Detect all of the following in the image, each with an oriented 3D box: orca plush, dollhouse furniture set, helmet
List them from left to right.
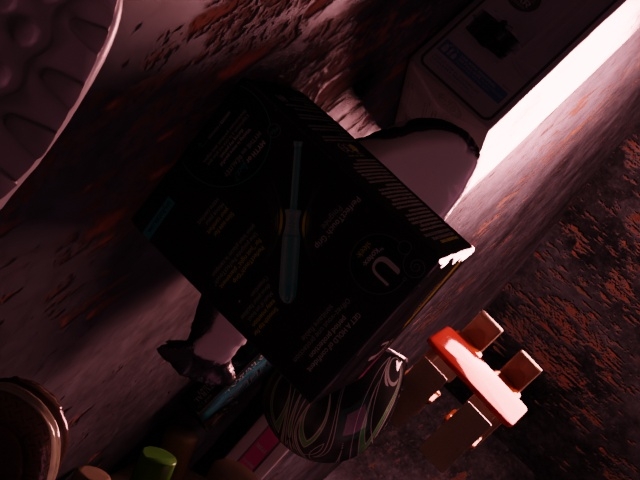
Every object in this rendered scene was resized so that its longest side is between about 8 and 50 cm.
[{"bbox_3d":[0.000,0.000,0.950,0.287,0.151,0.102,-54,-162,19],"label":"orca plush"},{"bbox_3d":[0.009,0.177,1.411,0.161,0.169,0.169,-60,169,-4],"label":"helmet"},{"bbox_3d":[0.163,0.135,1.558,0.135,0.259,0.262,-48,169,23],"label":"dollhouse furniture set"}]

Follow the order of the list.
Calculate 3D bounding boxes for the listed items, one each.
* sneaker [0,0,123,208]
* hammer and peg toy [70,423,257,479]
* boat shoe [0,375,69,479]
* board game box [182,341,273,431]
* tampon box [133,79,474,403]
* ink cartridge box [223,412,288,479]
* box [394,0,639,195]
[{"bbox_3d":[-0.152,-0.023,0.426,0.235,0.090,0.095,-45,-179,13],"label":"sneaker"},{"bbox_3d":[-0.091,0.294,1.211,0.127,0.266,0.361,-68,162,11],"label":"hammer and peg toy"},{"bbox_3d":[-0.226,0.158,0.750,0.257,0.095,0.095,-46,-176,30],"label":"boat shoe"},{"bbox_3d":[-0.066,0.122,1.291,0.186,0.026,0.126,-44,167,-12],"label":"board game box"},{"bbox_3d":[-0.008,-0.002,0.758,0.120,0.161,0.101,-49,168,15],"label":"tampon box"},{"bbox_3d":[-0.074,0.278,1.640,0.371,0.069,0.176,-52,175,14],"label":"ink cartridge box"},{"bbox_3d":[0.197,-0.182,1.050,0.290,0.087,0.169,-43,168,-16],"label":"box"}]
